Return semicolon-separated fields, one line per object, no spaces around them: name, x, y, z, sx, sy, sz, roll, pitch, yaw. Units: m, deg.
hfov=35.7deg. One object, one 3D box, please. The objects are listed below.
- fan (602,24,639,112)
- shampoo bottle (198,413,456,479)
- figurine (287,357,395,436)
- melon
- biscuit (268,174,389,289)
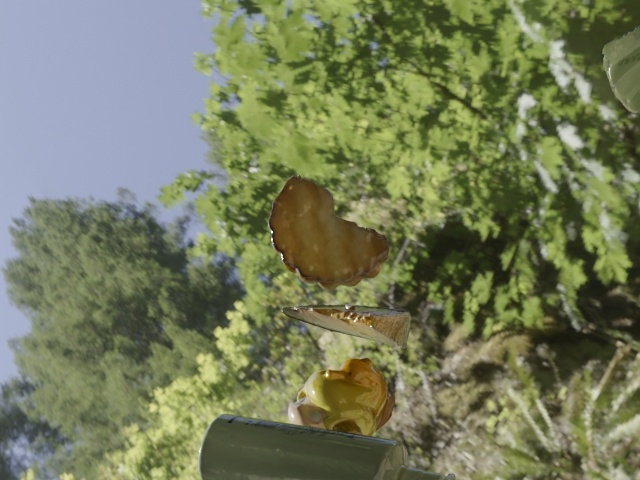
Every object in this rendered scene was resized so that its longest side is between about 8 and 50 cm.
fan;0.367;-0.179;0.966;0.240;0.009;0.131;-13;-59;-23
shampoo bottle;0.004;0.237;1.025;0.085;0.262;0.085;-12;-76;-63
figurine;-0.008;0.250;1.333;0.246;0.156;0.131;-25;-62;-15
melon;0.035;0.114;1.426;0.098;0.182;0.054;13;-96;-46
biscuit;0.000;0.000;1.321;0.118;0.183;0.061;-46;-21;-3
